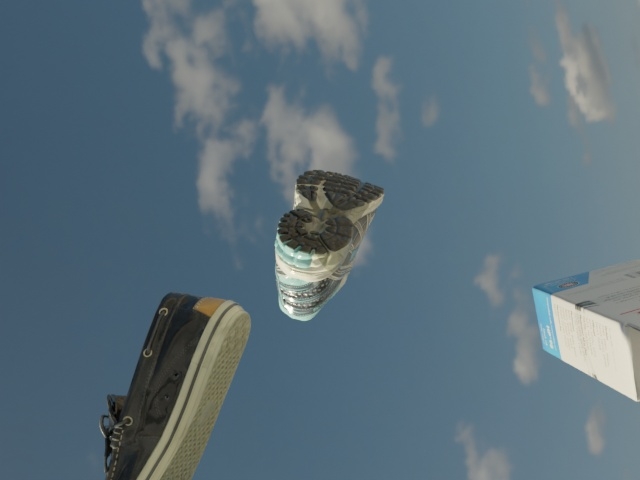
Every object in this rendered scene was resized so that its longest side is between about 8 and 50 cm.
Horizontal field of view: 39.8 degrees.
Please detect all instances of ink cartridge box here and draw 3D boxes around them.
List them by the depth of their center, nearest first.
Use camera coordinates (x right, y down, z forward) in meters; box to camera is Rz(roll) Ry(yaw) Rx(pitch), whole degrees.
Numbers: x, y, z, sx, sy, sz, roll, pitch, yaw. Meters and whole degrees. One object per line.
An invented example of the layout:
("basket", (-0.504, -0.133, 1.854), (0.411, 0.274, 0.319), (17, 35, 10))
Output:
("ink cartridge box", (0.249, 0.067, 0.666), (0.180, 0.104, 0.060), (-146, 45, -75))

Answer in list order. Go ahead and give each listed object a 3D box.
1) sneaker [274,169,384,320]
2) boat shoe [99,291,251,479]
("sneaker", (0.000, 0.000, 1.105), (0.283, 0.110, 0.122), (-53, -23, -61))
("boat shoe", (-0.280, 0.314, 1.458), (0.500, 0.156, 0.187), (-67, -15, -3))
